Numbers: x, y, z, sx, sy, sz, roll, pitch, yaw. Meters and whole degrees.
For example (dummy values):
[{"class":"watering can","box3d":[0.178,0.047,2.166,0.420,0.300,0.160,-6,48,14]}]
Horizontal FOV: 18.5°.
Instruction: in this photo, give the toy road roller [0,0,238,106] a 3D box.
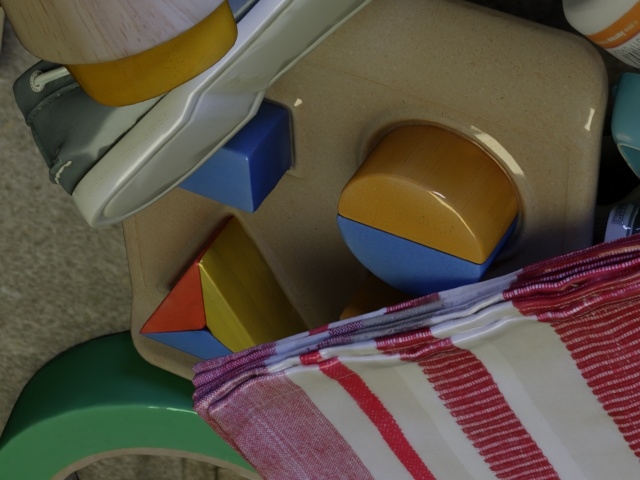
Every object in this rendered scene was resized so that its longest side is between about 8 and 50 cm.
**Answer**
[{"class":"toy road roller","box3d":[-0.208,-0.177,0.938,0.240,0.329,0.202,-32,129,-12]}]

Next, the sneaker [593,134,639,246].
[{"class":"sneaker","box3d":[0.224,-0.016,1.120,0.252,0.103,0.111,-2,133,16]}]

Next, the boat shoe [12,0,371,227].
[{"class":"boat shoe","box3d":[-0.036,-0.143,1.013,0.319,0.116,0.099,-44,77,17]}]

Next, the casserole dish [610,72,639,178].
[{"class":"casserole dish","box3d":[0.225,-0.029,1.006,0.188,0.037,0.114,25,174,28]}]

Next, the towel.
[{"class":"towel","box3d":[0.120,0.112,1.120,0.329,0.037,0.237,-18,132,23]}]

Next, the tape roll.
[{"class":"tape roll","box3d":[-0.086,0.204,1.433,0.321,0.077,0.321,9,134,9]}]

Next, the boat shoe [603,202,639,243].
[{"class":"boat shoe","box3d":[0.177,0.041,1.099,0.040,0.049,0.142,11,134,16]}]

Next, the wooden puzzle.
[{"class":"wooden puzzle","box3d":[0.000,0.000,1.159,0.322,0.080,0.348,21,135,21]}]

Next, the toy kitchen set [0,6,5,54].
[{"class":"toy kitchen set","box3d":[-0.311,-0.165,1.166,0.207,0.166,0.122,-10,141,-25]}]

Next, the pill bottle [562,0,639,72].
[{"class":"pill bottle","box3d":[0.244,-0.109,1.016,0.216,0.121,0.121,31,133,-14]}]
